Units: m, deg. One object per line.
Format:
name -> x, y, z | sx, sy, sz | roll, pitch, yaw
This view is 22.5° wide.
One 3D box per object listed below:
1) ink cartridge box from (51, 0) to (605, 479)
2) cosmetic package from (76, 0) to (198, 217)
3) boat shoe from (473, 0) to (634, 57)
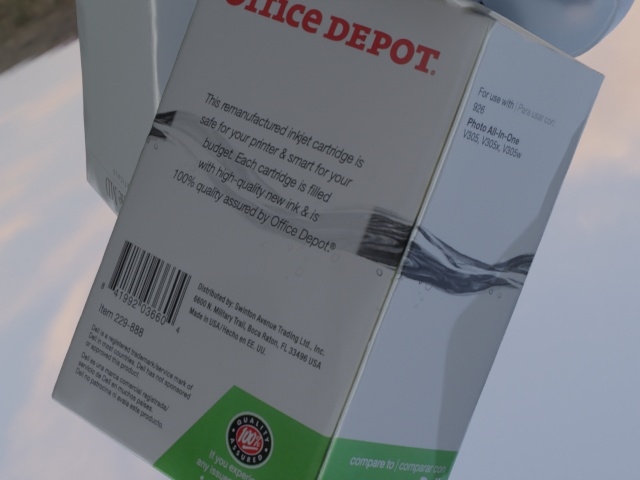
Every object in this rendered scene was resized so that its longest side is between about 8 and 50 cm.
ink cartridge box -> 0.000, 0.000, 0.886 | 0.211, 0.121, 0.289 | 26, -83, 41
cosmetic package -> -0.085, -0.199, 1.172 | 0.156, 0.385, 0.217 | -7, -161, -21
boat shoe -> 0.176, -0.194, 1.242 | 0.105, 0.113, 0.306 | -34, -179, -18
